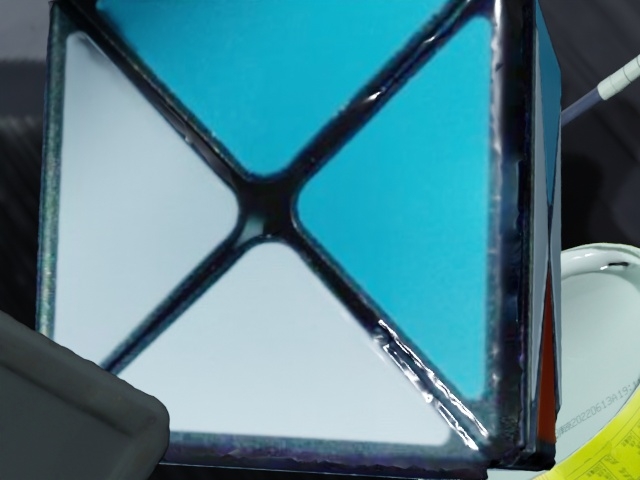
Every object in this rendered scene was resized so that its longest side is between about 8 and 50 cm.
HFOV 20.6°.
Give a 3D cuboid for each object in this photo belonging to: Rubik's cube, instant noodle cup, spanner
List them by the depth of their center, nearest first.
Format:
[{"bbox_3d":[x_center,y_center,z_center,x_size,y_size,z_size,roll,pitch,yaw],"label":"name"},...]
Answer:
[{"bbox_3d":[0.000,0.000,0.935,0.248,0.246,0.250,-1,174,12],"label":"Rubik's cube"},{"bbox_3d":[0.216,0.158,1.300,0.311,0.311,0.221,-40,116,6],"label":"instant noodle cup"},{"bbox_3d":[0.234,-0.126,1.408,0.316,0.024,0.087,-36,173,24],"label":"spanner"}]

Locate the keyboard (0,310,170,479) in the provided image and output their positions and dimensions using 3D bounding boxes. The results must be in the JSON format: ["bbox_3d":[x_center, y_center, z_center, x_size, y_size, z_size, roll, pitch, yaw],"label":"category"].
[{"bbox_3d":[-0.202,-0.008,0.357,0.381,0.041,0.103,34,90,-32],"label":"keyboard"}]
